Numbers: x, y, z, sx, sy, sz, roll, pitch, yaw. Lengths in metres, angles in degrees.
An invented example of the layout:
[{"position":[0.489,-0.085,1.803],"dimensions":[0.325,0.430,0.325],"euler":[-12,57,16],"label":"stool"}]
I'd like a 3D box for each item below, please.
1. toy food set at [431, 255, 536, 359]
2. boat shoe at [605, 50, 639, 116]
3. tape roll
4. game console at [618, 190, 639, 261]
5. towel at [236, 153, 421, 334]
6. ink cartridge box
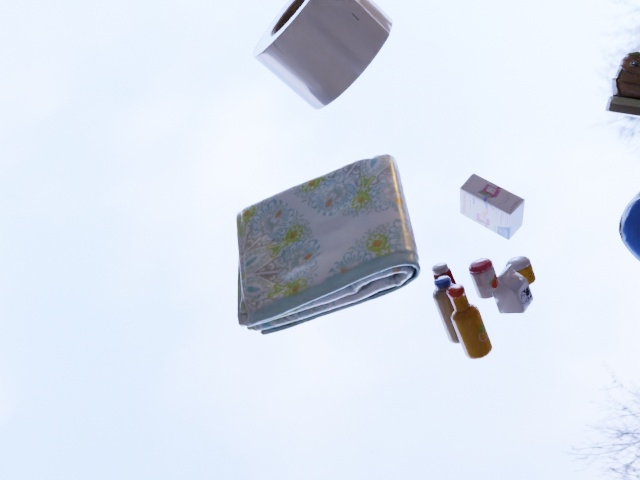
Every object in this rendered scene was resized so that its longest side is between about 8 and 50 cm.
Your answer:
[{"position":[0.231,0.066,1.033],"dimensions":[0.232,0.111,0.105],"euler":[-39,-67,-42],"label":"toy food set"},{"position":[0.562,-0.215,1.008],"dimensions":[0.307,0.110,0.105],"euler":[21,-73,43],"label":"boat shoe"},{"position":[0.003,-0.410,1.418],"dimensions":[0.169,0.246,0.246],"euler":[39,-103,-21],"label":"tape roll"},{"position":[0.395,-0.050,0.506],"dimensions":[0.250,0.173,0.293],"euler":[39,-73,2],"label":"game console"},{"position":[0.000,0.000,1.414],"dimensions":[0.374,0.090,0.321],"euler":[-20,-132,14],"label":"towel"},{"position":[0.342,-0.068,1.414],"dimensions":[0.122,0.088,0.052],"euler":[34,-113,31],"label":"ink cartridge box"}]
